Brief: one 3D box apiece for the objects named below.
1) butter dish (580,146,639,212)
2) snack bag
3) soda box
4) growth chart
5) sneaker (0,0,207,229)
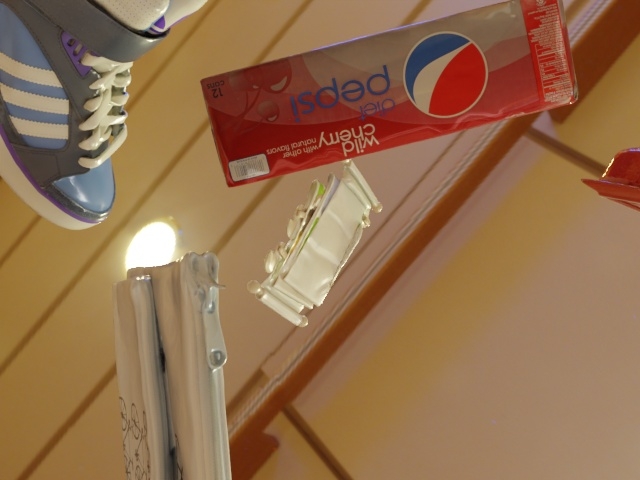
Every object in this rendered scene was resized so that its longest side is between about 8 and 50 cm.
[{"bbox_3d":[0.511,-0.101,1.071,0.118,0.159,0.160,-70,-161,4],"label":"butter dish"},{"bbox_3d":[-0.121,0.177,0.548,0.342,0.037,0.323,170,-84,-68],"label":"snack bag"},{"bbox_3d":[0.050,-0.112,0.543,0.263,0.092,0.084,-13,-82,3],"label":"soda box"},{"bbox_3d":[0.000,0.000,0.927,0.021,0.172,0.237,21,-112,33],"label":"growth chart"},{"bbox_3d":[-0.201,-0.160,0.664,0.236,0.323,0.130,-8,-148,16],"label":"sneaker"}]
